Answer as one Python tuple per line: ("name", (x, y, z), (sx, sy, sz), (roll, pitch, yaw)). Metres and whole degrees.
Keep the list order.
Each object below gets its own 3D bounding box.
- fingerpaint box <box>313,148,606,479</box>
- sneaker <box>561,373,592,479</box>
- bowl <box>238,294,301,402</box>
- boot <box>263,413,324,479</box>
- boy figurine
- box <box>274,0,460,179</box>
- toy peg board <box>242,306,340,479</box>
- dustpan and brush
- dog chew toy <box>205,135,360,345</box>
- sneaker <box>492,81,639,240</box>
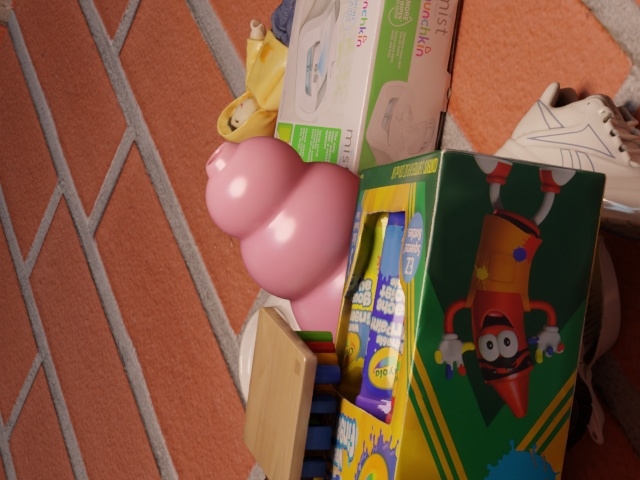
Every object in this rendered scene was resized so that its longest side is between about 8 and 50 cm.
("fingerpaint box", (0.117, 0.110, 1.505), (0.445, 0.163, 0.371), (-173, 92, -82))
("sneaker", (0.216, 0.220, 1.625), (0.130, 0.109, 0.286), (-102, 24, -53))
("bowl", (-0.020, 0.164, 2.004), (0.298, 0.134, 0.298), (-16, 71, 58))
("boot", (0.021, 0.224, 1.795), (0.090, 0.248, 0.207), (11, 112, 33))
("boy figurine", (-0.072, -0.266, 2.221), (0.285, 0.092, 0.177), (-63, 39, 25))
("box", (0.058, -0.206, 1.958), (0.231, 0.127, 0.262), (16, 97, 61))
("toy peg board", (-0.016, 0.172, 1.602), (0.160, 0.079, 0.161), (-139, 54, -64))
("dustpan and brush", (0.275, 0.109, 1.583), (0.147, 0.060, 0.211), (-25, 87, 62))
("dog chew toy", (0.000, 0.000, 1.803), (0.206, 0.332, 0.206), (-45, 16, 16))
("sneaker", (0.291, -0.084, 1.563), (0.297, 0.111, 0.129), (37, 105, 53))
